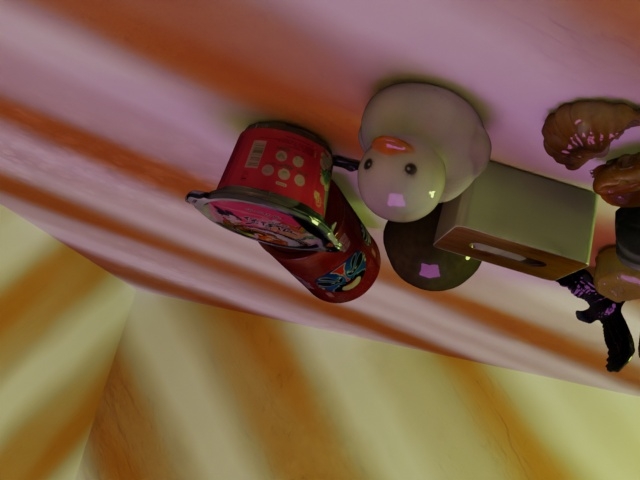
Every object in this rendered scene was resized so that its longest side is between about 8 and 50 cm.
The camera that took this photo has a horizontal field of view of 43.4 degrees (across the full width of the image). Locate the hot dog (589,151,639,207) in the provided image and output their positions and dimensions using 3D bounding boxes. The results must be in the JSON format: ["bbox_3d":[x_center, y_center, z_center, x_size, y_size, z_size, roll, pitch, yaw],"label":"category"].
[{"bbox_3d":[0.524,-0.100,1.193,0.269,0.072,0.109,-4,154,45],"label":"hot dog"}]

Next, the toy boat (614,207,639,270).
[{"bbox_3d":[0.522,-0.003,1.224,0.141,0.092,0.319,-13,-171,24],"label":"toy boat"}]

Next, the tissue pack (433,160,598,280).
[{"bbox_3d":[0.352,-0.035,1.454,0.246,0.136,0.159,17,165,-4],"label":"tissue pack"}]

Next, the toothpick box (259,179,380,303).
[{"bbox_3d":[0.000,0.000,1.777,0.204,0.204,0.333,9,163,22],"label":"toothpick box"}]

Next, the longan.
[{"bbox_3d":[0.228,0.008,1.632,0.212,0.198,0.198,11,164,18],"label":"longan"}]

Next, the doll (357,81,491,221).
[{"bbox_3d":[0.146,-0.116,1.231,0.221,0.221,0.251,7,163,26],"label":"doll"}]

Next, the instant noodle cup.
[{"bbox_3d":[-0.081,-0.109,1.509,0.302,0.181,0.258,23,163,-26],"label":"instant noodle cup"}]

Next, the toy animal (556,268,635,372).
[{"bbox_3d":[0.652,0.131,1.820,0.272,0.197,0.160,56,-169,11],"label":"toy animal"}]

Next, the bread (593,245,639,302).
[{"bbox_3d":[0.629,0.065,1.646,0.125,0.086,0.156,33,155,-23],"label":"bread"}]

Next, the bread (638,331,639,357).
[{"bbox_3d":[0.780,0.156,1.674,0.113,0.165,0.416,18,166,8],"label":"bread"}]

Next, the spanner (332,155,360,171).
[{"bbox_3d":[0.110,-0.142,1.535,0.208,0.012,0.046,7,162,25],"label":"spanner"}]

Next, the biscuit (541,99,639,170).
[{"bbox_3d":[0.383,-0.149,1.174,0.118,0.061,0.183,18,165,-4],"label":"biscuit"}]
